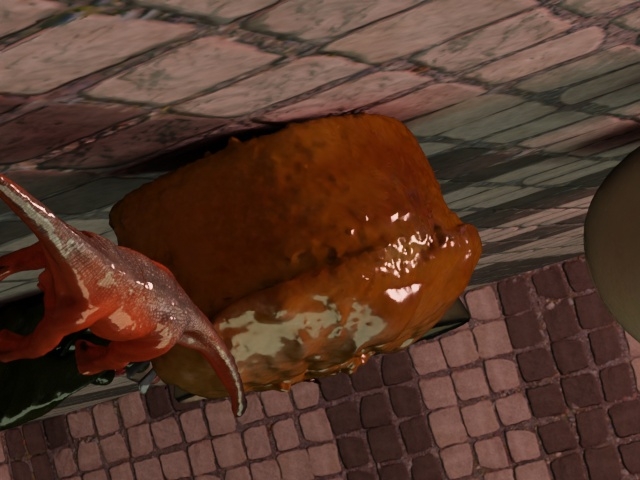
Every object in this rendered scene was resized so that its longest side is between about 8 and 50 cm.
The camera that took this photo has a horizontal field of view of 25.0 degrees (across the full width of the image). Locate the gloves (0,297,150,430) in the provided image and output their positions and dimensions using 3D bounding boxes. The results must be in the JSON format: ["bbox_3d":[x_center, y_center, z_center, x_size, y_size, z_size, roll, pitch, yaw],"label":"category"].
[{"bbox_3d":[-0.245,0.106,1.207,0.268,0.107,0.135,-25,-160,-28],"label":"gloves"}]

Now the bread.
[{"bbox_3d":[0.000,0.000,0.820,0.139,0.143,0.229,-34,168,36],"label":"bread"}]

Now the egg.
[{"bbox_3d":[0.344,-0.035,1.234,0.286,0.174,0.264,-50,180,5],"label":"egg"}]

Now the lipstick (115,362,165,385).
[{"bbox_3d":[-0.265,0.172,2.044,0.063,0.057,0.186,11,174,13],"label":"lipstick"}]

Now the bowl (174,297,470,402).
[{"bbox_3d":[-0.012,0.040,1.127,0.238,0.126,0.238,-16,174,-2],"label":"bowl"}]

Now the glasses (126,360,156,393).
[{"bbox_3d":[-0.130,0.062,1.137,0.062,0.104,0.140,-14,171,-1],"label":"glasses"}]

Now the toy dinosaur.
[{"bbox_3d":[-0.113,0.019,0.652,0.101,0.055,0.279,-17,151,31],"label":"toy dinosaur"}]
